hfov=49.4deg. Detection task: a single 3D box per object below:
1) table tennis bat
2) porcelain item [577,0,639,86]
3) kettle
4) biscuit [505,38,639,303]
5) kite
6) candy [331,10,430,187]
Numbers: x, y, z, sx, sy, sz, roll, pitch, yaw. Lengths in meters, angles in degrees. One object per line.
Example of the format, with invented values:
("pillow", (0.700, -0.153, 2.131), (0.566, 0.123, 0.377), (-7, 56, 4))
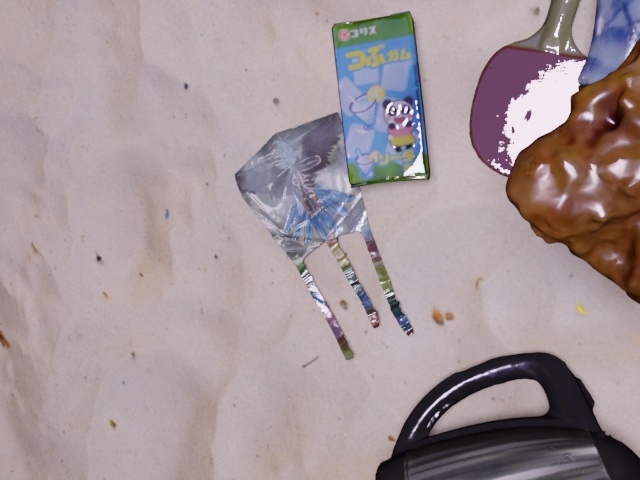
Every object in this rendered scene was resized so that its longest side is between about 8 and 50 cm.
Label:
("table tennis bat", (0.254, -0.190, 0.791), (0.138, 0.022, 0.247), (19, 102, 18))
("porcelain item", (0.336, -0.276, 0.693), (0.141, 0.141, 0.259), (17, 107, 19))
("kettle", (0.221, 0.285, 0.766), (0.271, 0.251, 0.207), (-23, 115, 14))
("biscuit", (0.368, -0.122, 0.576), (0.166, 0.342, 0.395), (46, 109, 23))
("kite", (0.001, 0.000, 0.901), (0.169, 0.015, 0.310), (-23, 82, 19))
("candy", (0.075, -0.164, 0.831), (0.097, 0.062, 0.195), (-5, 92, 15))
